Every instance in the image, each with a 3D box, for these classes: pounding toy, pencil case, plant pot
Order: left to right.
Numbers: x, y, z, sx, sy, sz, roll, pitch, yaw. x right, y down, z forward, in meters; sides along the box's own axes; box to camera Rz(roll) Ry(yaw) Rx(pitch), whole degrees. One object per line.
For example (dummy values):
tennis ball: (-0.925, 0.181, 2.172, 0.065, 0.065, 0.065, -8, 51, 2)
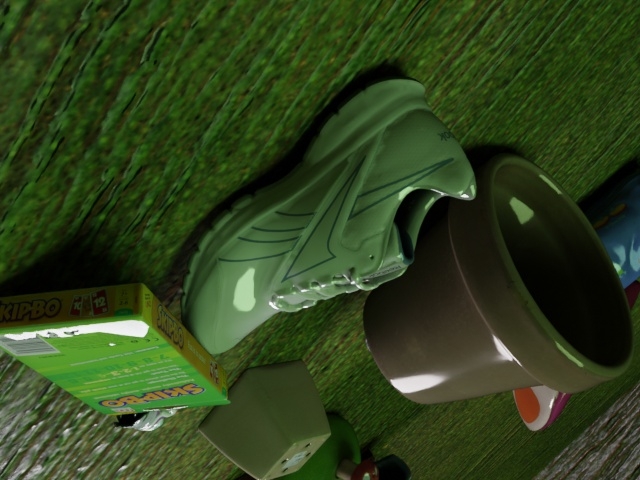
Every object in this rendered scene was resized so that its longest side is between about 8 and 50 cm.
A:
plant pot: (-0.054, 0.214, 1.204, 0.109, 0.096, 0.109, 0, 135, -55)
pounding toy: (0.007, 0.363, 1.433, 0.237, 0.110, 0.183, -48, 144, -28)
plant pot: (0.174, 0.070, 1.144, 0.229, 0.263, 0.263, -31, 163, 32)
pencil case: (0.378, 0.021, 1.460, 0.306, 0.119, 0.133, -38, 127, -2)

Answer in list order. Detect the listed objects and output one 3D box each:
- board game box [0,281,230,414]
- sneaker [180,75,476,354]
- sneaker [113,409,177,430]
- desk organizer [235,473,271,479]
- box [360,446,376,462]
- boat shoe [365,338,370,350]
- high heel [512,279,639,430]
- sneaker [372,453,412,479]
board game box: (-0.163, 0.098, 0.855, 0.124, 0.039, 0.259, -6, 154, 8)
sneaker: (0.000, 0.000, 0.872, 0.297, 0.129, 0.111, -45, 159, 15)
sneaker: (-0.162, 0.154, 1.017, 0.098, 0.038, 0.069, -47, 155, 16)
desk organizer: (-0.084, 0.351, 1.453, 0.130, 0.050, 0.047, -24, 152, -30)
box: (0.034, 0.434, 1.803, 0.164, 0.021, 0.201, -36, 155, -8)
boat shoe: (0.167, 0.104, 1.352, 0.228, 0.076, 0.080, -24, 152, -29)
high heel: (0.469, 0.218, 1.902, 0.181, 0.127, 0.377, -18, 146, -19)
sneaker: (0.025, 0.436, 1.603, 0.350, 0.131, 0.148, -32, 158, -52)
